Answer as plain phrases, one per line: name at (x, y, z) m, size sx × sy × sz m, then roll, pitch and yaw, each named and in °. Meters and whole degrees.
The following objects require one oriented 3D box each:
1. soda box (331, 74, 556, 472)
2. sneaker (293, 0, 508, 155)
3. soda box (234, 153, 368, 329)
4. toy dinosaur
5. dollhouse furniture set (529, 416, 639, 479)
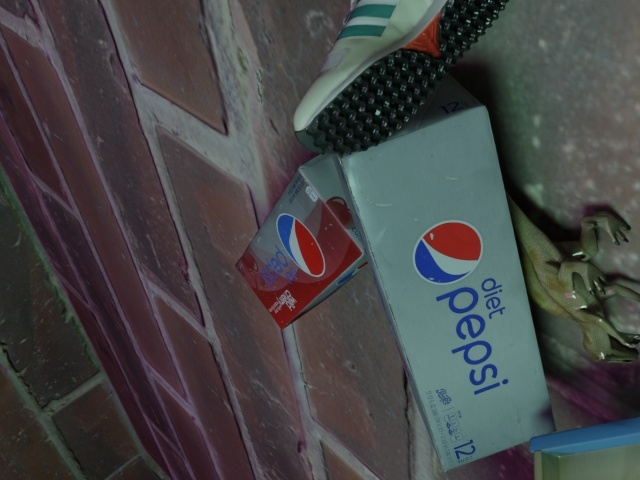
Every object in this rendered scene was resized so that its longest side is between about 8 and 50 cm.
soda box at (0.091, 0.030, 0.551) m, size 0.091 × 0.098 × 0.286 m, roll -109°, pitch -2°, yaw -61°
sneaker at (0.036, -0.120, 0.445) m, size 0.075 × 0.161 × 0.057 m, roll 43°, pitch 178°, yaw 38°
soda box at (0.000, 0.000, 0.717) m, size 0.092 × 0.083 × 0.263 m, roll 53°, pitch 155°, yaw 5°
toy dinosaur at (0.161, 0.018, 0.505) m, size 0.183 × 0.053 × 0.092 m, roll 55°, pitch 155°, yaw -2°
dollhouse furniture set at (0.227, 0.295, 0.513) m, size 0.198 × 0.286 × 0.303 m, roll 21°, pitch 147°, yaw -25°
